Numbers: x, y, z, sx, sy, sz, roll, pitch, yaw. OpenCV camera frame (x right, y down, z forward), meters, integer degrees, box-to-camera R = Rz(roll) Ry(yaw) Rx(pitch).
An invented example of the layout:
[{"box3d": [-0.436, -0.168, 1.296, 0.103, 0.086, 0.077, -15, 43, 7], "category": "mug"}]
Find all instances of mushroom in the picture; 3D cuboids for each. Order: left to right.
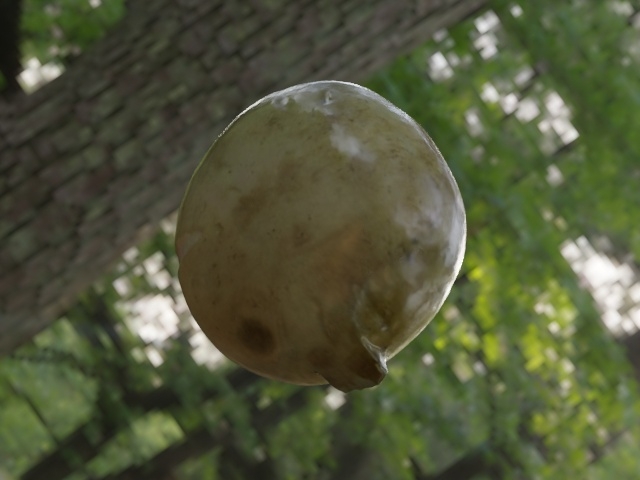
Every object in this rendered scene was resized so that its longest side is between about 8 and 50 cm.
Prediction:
[{"box3d": [0.000, 0.000, 1.542, 0.255, 0.255, 0.184, 52, 6, 20], "category": "mushroom"}]
